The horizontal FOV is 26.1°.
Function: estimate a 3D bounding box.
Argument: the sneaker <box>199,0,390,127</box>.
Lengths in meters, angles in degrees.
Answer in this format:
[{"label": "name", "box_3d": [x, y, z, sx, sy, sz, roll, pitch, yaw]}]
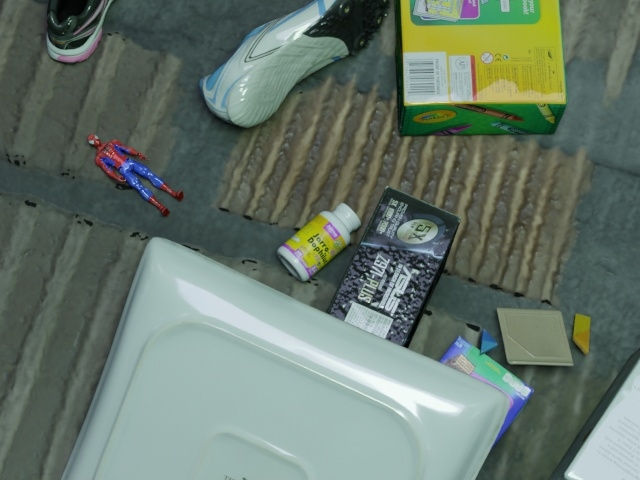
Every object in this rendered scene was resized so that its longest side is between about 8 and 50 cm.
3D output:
[{"label": "sneaker", "box_3d": [-0.025, -0.207, 1.428, 0.237, 0.085, 0.086, -39, 51, -18]}]

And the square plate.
[{"label": "square plate", "box_3d": [-0.058, 0.219, 1.221, 0.347, 0.049, 0.344, 24, 103, 7]}]

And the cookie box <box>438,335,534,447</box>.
[{"label": "cookie box", "box_3d": [0.136, 0.162, 1.329, 0.092, 0.040, 0.107, 36, 76, 10]}]

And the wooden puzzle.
[{"label": "wooden puzzle", "box_3d": [0.210, 0.095, 1.350, 0.116, 0.014, 0.078, 8, 46, -7]}]

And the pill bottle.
[{"label": "pill bottle", "box_3d": [0.000, 0.000, 1.377, 0.083, 0.043, 0.043, -41, 77, -12]}]

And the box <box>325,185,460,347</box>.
[{"label": "box", "box_3d": [0.057, 0.062, 1.305, 0.078, 0.147, 0.180, 24, 73, 7]}]

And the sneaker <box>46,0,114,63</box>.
[{"label": "sneaker", "box_3d": [-0.240, -0.276, 1.445, 0.072, 0.077, 0.178, 11, 72, 2]}]

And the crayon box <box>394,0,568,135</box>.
[{"label": "crayon box", "box_3d": [0.160, -0.251, 1.440, 0.165, 0.081, 0.278, -1, 72, -1]}]

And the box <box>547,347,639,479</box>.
[{"label": "box", "box_3d": [0.296, 0.183, 1.278, 0.091, 0.130, 0.170, 34, 76, 9]}]

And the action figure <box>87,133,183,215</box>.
[{"label": "action figure", "box_3d": [-0.193, -0.072, 1.408, 0.115, 0.030, 0.038, 37, 81, 12]}]
